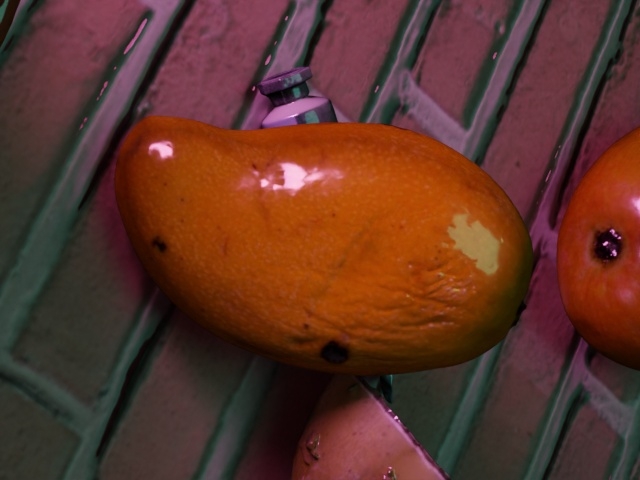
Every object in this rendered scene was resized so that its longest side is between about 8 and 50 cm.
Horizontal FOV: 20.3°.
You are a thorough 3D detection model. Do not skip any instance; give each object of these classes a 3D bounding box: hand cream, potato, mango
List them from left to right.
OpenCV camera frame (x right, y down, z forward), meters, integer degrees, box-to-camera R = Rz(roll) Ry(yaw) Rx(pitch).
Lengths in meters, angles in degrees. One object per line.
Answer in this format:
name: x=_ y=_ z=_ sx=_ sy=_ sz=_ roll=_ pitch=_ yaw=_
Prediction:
mango: x=0.001 y=0.000 z=1.236 sx=0.295 sy=0.120 sz=0.177 roll=13 pitch=92 yaw=3
hand cream: x=0.011 y=-0.004 z=1.335 sx=0.055 sy=0.088 sz=0.256 roll=-18 pitch=101 yaw=0
potato: x=0.041 y=0.194 z=1.299 sx=0.117 sy=0.182 sz=0.202 roll=-42 pitch=152 yaw=-5
mango: x=0.325 y=-0.007 z=1.553 sx=0.317 sy=0.173 sz=0.211 roll=-27 pitch=105 yaw=-48

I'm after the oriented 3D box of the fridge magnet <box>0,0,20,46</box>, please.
fridge magnet: x=-0.324 y=-0.191 z=0.944 sx=0.364 sy=0.155 sz=0.363 roll=-2 pitch=95 yaw=-25
